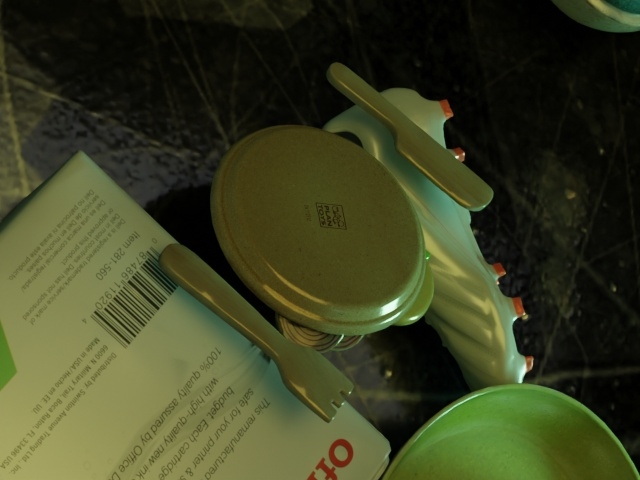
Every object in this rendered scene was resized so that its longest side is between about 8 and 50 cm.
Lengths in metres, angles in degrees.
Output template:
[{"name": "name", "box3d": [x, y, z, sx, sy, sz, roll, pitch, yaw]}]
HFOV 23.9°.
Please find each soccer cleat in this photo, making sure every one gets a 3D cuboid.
[{"name": "soccer cleat", "box3d": [0.060, 0.010, 0.858, 0.076, 0.068, 0.196, -19, 88, -9]}]

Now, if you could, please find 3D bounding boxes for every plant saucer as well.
[{"name": "plant saucer", "box3d": [0.095, 0.197, 0.814, 0.241, 0.037, 0.241, 4, 83, -38]}]

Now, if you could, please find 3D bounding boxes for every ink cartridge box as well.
[{"name": "ink cartridge box", "box3d": [-0.099, 0.093, 0.735, 0.219, 0.092, 0.160, 45, 61, -10]}]

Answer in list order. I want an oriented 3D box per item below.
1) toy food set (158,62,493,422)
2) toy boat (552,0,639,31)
[{"name": "toy food set", "box3d": [0.000, 0.000, 0.777, 0.132, 0.038, 0.192, 42, 48, -1]}, {"name": "toy boat", "box3d": [0.225, -0.295, 0.963, 0.318, 0.148, 0.267, -34, 93, -29]}]
